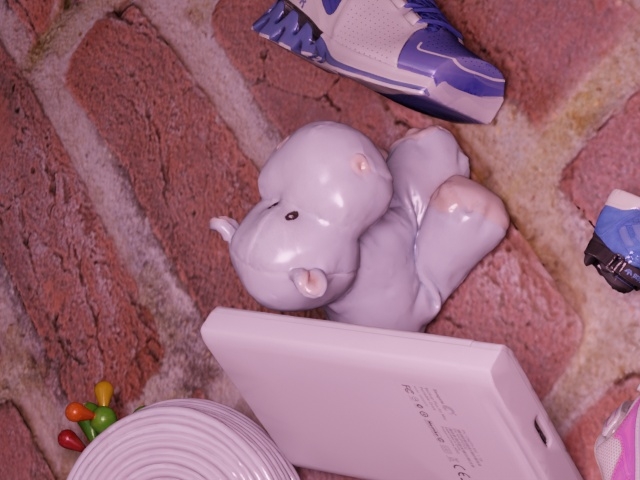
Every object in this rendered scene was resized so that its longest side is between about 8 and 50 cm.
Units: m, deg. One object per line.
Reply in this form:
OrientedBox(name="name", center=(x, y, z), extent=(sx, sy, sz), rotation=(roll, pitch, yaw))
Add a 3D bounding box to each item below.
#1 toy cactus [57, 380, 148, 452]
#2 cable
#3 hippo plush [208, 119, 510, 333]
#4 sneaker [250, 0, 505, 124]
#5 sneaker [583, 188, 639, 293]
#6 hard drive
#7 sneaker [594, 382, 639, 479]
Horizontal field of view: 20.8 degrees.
OrientedBox(name="toy cactus", center=(-0.215, 0.258, 1.827), extent=(0.219, 0.112, 0.180), rotation=(31, 106, 36))
OrientedBox(name="cable", center=(-0.139, 0.283, 1.683), extent=(0.257, 0.089, 0.257), rotation=(-32, 76, 14))
OrientedBox(name="hippo plush", center=(0.000, 0.000, 1.621), extent=(0.234, 0.236, 0.294), rotation=(31, 95, 45))
OrientedBox(name="sneaker", center=(0.065, -0.243, 1.739), extent=(0.315, 0.127, 0.182), rotation=(30, 97, 47))
OrientedBox(name="sneaker", center=(0.286, 0.013, 1.473), extent=(0.152, 0.058, 0.084), rotation=(22, 83, 50))
OrientedBox(name="hard drive", center=(0.061, 0.148, 1.514), extent=(0.308, 0.203, 0.040), rotation=(6, 51, 39))
OrientedBox(name="sneaker", center=(0.277, 0.149, 1.396), extent=(0.111, 0.103, 0.252), rotation=(11, 80, 43))
